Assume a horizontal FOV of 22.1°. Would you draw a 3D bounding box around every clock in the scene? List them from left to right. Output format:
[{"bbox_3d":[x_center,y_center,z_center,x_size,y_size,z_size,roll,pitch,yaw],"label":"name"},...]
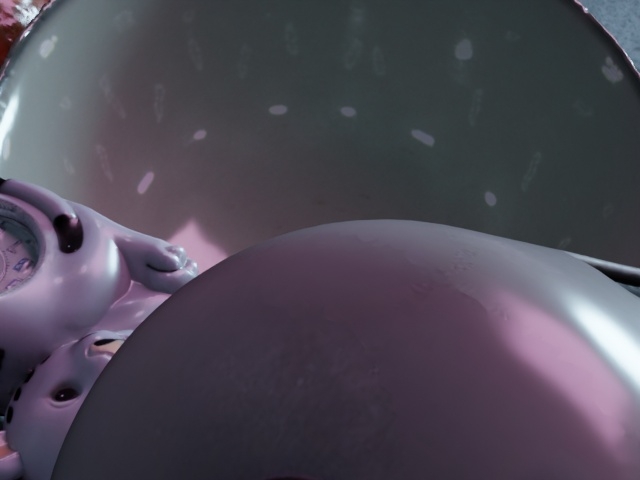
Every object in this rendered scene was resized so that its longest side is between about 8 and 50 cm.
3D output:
[{"bbox_3d":[-0.114,0.047,0.649,0.176,0.080,0.117,23,43,12],"label":"clock"}]

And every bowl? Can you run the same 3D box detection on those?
[{"bbox_3d":[0.000,0.000,0.841,0.337,0.337,0.157,33,-30,18],"label":"bowl"}]

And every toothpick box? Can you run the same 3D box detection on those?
[{"bbox_3d":[0.043,0.106,0.492,0.229,0.229,0.316,36,13,32],"label":"toothpick box"}]

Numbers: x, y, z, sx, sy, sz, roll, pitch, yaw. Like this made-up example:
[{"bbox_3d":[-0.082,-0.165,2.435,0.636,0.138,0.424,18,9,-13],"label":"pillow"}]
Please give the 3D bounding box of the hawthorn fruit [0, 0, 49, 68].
[{"bbox_3d":[-0.177,-0.061,0.898,0.203,0.162,0.162,46,8,-8],"label":"hawthorn fruit"}]
